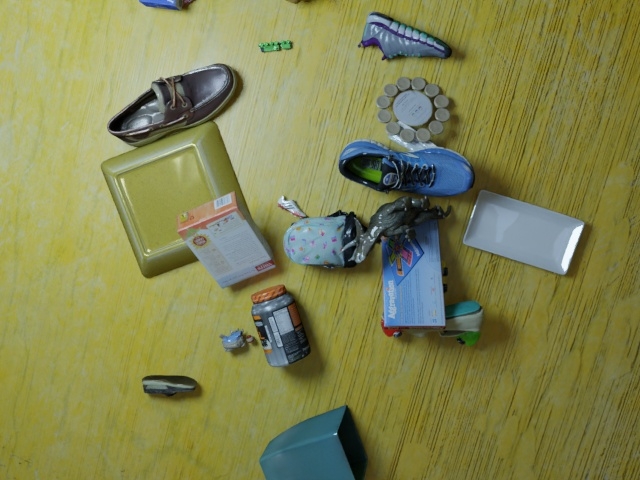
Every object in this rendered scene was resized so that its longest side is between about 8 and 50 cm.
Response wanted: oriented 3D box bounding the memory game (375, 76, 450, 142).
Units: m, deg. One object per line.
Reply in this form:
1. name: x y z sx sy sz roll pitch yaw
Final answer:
1. memory game: 0.225 -0.321 1.406 0.186 0.012 0.186 1 73 -2

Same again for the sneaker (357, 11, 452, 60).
1. sneaker: 0.206 -0.474 1.406 0.224 0.083 0.098 26 117 6

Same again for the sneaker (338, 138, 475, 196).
1. sneaker: 0.195 -0.154 1.358 0.330 0.147 0.129 9 117 15

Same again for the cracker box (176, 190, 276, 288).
1. cracker box: -0.227 0.004 1.411 0.156 0.067 0.232 -22 134 5

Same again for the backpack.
1. backpack: 0.000 0.000 1.434 0.182 0.115 0.151 0 96 4

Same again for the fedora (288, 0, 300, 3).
1. fedora: -0.077 -0.637 1.379 0.194 0.194 0.079 46 133 -1

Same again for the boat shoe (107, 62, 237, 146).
1. boat shoe: -0.370 -0.341 1.418 0.342 0.123 0.123 -23 86 7

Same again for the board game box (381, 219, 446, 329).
1. board game box: 0.223 0.079 1.400 0.145 0.027 0.281 0 64 3

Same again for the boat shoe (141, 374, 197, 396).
1. boat shoe: -0.402 0.391 1.534 0.152 0.056 0.049 3 101 13

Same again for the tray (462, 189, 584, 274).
1. tray: 0.505 -0.021 1.440 0.271 0.030 0.145 18 96 2

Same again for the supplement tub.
1. supplement tub: -0.105 0.215 1.462 0.117 0.117 0.190 -18 93 6

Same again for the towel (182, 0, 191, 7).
1. towel: -0.348 -0.777 1.426 0.237 0.037 0.328 -30 91 8

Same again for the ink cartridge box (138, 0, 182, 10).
1. ink cartridge box: -0.378 -0.676 1.398 0.097 0.046 0.207 11 97 8

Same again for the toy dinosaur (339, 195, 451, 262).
1. toy dinosaur: 0.192 -0.061 1.379 0.314 0.160 0.120 -32 110 -34

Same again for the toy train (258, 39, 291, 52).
1. toy train: -0.115 -0.489 1.445 0.083 0.017 0.023 -5 106 4

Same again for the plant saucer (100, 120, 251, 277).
1. plant saucer: -0.374 -0.102 1.469 0.333 0.081 0.332 -20 94 5

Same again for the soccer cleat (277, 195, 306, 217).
1. soccer cleat: -0.071 -0.086 1.475 0.083 0.029 0.035 28 101 6

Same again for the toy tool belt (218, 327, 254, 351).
1. toy tool belt: -0.221 0.255 1.507 0.083 0.052 0.051 -22 102 5

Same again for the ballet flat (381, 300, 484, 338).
1. ballet flat: 0.275 0.202 1.403 0.249 0.086 0.086 -4 95 4

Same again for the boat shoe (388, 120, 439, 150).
1. boat shoe: 0.251 -0.223 1.423 0.184 0.066 0.063 35 107 -1

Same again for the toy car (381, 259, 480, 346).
1. toy car: 0.302 0.188 1.463 0.225 0.053 0.239 35 97 0

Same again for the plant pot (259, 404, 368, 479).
1. plant pot: -0.023 0.559 1.472 0.234 0.165 0.165 -20 94 13
